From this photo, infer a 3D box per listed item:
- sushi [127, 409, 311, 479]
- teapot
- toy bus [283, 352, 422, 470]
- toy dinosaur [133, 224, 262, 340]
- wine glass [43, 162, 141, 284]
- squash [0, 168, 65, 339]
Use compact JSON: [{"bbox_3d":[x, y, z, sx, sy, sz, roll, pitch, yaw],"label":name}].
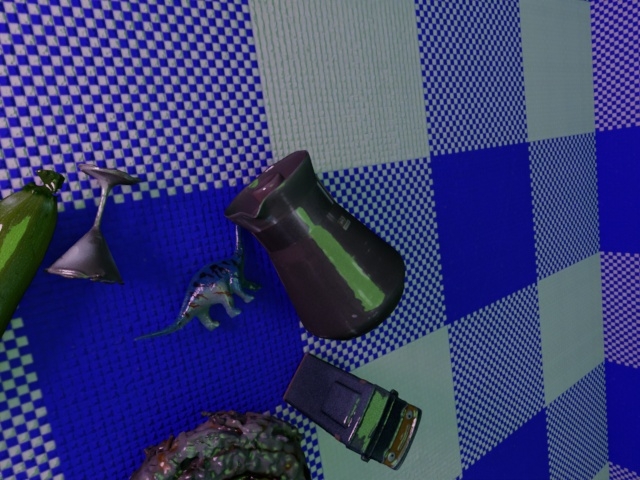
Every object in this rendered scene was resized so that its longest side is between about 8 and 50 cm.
[{"bbox_3d":[-0.187,0.511,0.815,0.418,0.176,0.417,-2,94,-36],"label":"sushi"},{"bbox_3d":[0.000,0.000,0.886,0.344,0.253,0.300,53,28,-22],"label":"teapot"},{"bbox_3d":[0.058,0.348,0.913,0.167,0.275,0.138,37,73,-29],"label":"toy bus"},{"bbox_3d":[-0.194,0.096,0.846,0.144,0.076,0.329,43,65,-18],"label":"toy dinosaur"},{"bbox_3d":[-0.362,-0.025,0.704,0.122,0.122,0.182,16,79,-34],"label":"wine glass"},{"bbox_3d":[-0.484,0.064,0.630,0.101,0.101,0.378,28,81,-32],"label":"squash"}]
